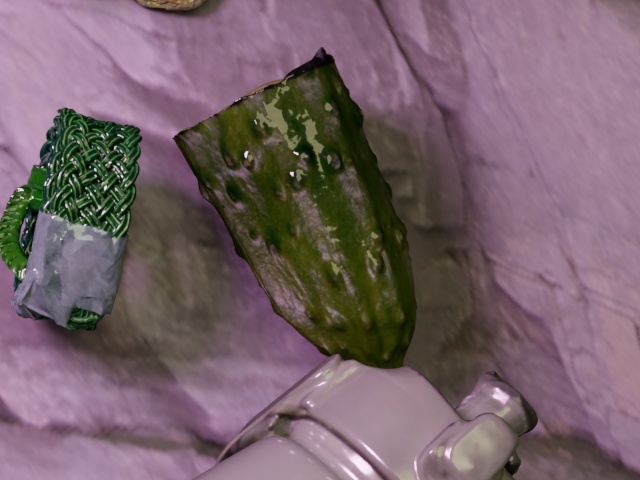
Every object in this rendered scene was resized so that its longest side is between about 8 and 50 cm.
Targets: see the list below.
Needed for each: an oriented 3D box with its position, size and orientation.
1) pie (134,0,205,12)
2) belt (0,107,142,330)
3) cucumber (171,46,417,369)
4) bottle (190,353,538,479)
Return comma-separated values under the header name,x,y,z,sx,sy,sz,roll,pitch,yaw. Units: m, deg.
name,x,y,z,sx,sy,sz,roll,pitch,yaw
pie,-0.113,-0.205,1.448,0.084,0.020,0.084,4,75,-14
belt,-0.174,-0.014,1.328,0.079,0.121,0.151,11,78,-15
cucumber,0.001,0.000,1.381,0.134,0.134,0.244,-26,94,-20
bottle,-0.013,0.214,1.259,0.352,0.229,0.229,-43,90,-15
